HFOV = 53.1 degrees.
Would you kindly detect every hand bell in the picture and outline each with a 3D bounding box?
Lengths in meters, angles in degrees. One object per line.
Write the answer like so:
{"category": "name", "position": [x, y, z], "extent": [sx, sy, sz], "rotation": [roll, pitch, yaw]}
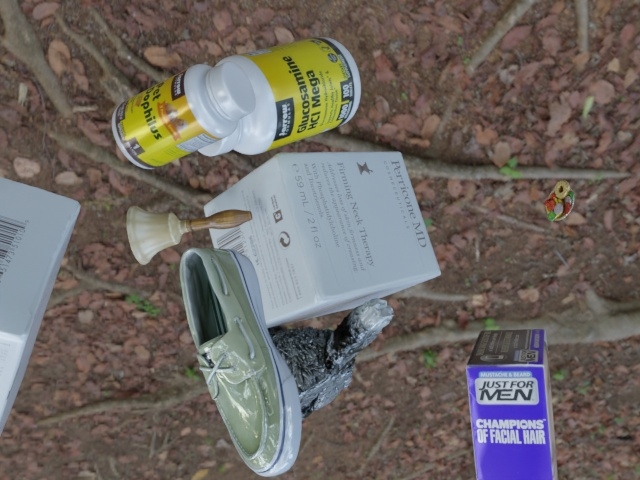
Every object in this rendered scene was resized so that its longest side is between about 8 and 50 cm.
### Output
{"category": "hand bell", "position": [-0.261, -0.033, 1.324], "extent": [0.242, 0.126, 0.126], "rotation": [-11, 134, 4]}

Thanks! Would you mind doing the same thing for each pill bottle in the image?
{"category": "pill bottle", "position": [-0.095, -0.275, 1.240], "extent": [0.334, 0.188, 0.188], "rotation": [-26, 143, -37]}
{"category": "pill bottle", "position": [-0.211, -0.198, 1.000], "extent": [0.215, 0.117, 0.117], "rotation": [-19, 137, 26]}

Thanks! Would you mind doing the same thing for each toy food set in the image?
{"category": "toy food set", "position": [0.525, -0.084, 1.406], "extent": [0.020, 0.082, 0.083], "rotation": [12, 139, -23]}

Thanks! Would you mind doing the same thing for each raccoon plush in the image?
{"category": "raccoon plush", "position": [-0.041, 0.214, 1.527], "extent": [0.446, 0.299, 0.216], "rotation": [-46, 151, 15]}

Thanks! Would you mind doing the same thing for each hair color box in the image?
{"category": "hair color box", "position": [0.284, 0.314, 0.919], "extent": [0.110, 0.185, 0.339], "rotation": [-6, 95, 20]}

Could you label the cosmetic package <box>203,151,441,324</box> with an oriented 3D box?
{"category": "cosmetic package", "position": [0.000, 0.000, 1.510], "extent": [0.393, 0.329, 0.327], "rotation": [-8, 167, -42]}

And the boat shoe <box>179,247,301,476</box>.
{"category": "boat shoe", "position": [-0.113, 0.144, 0.798], "extent": [0.109, 0.302, 0.094], "rotation": [-37, 149, 28]}

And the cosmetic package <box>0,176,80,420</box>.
{"category": "cosmetic package", "position": [-0.445, 0.121, 0.809], "extent": [0.156, 0.217, 0.385], "rotation": [20, 134, -17]}
